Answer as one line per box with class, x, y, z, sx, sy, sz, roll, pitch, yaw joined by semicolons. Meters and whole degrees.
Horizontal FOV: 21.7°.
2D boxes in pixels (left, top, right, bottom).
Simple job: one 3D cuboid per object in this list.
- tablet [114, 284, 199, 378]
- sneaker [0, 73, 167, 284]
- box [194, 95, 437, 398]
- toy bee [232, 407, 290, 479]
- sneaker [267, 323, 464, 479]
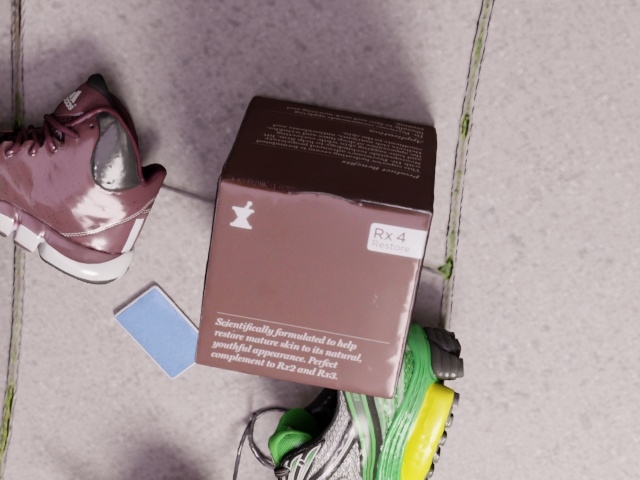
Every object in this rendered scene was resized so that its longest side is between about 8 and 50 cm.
tablet;-0.144;0.084;1.530;0.054;0.006;0.083;-36;106;18
sneaker;-0.259;-0.091;1.425;0.281;0.106;0.162;27;108;-17
box;0.000;0.000;1.374;0.168;0.203;0.167;11;114;1
toy bee;-0.144;0.295;1.538;0.195;0.162;0.298;20;113;-1
sneaker;0.012;0.224;1.508;0.146;0.134;0.343;13;105;-8
